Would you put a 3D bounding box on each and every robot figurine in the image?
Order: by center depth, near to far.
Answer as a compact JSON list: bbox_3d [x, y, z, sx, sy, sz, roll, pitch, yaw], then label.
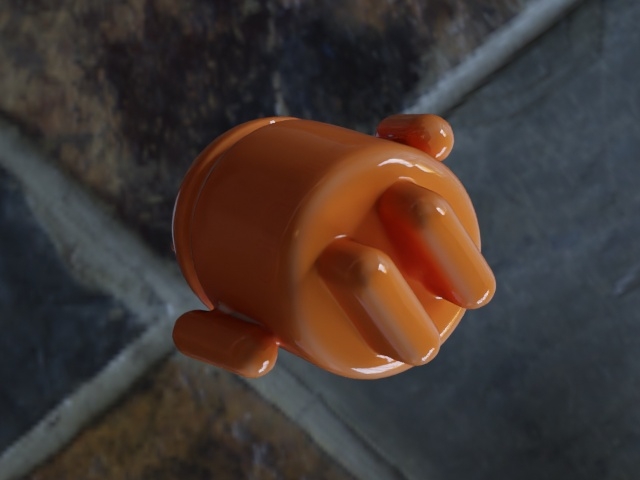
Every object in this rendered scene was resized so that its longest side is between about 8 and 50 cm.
[{"bbox_3d":[0.002,-0.001,0.915,0.128,0.219,0.158,10,96,-34],"label":"robot figurine"}]
